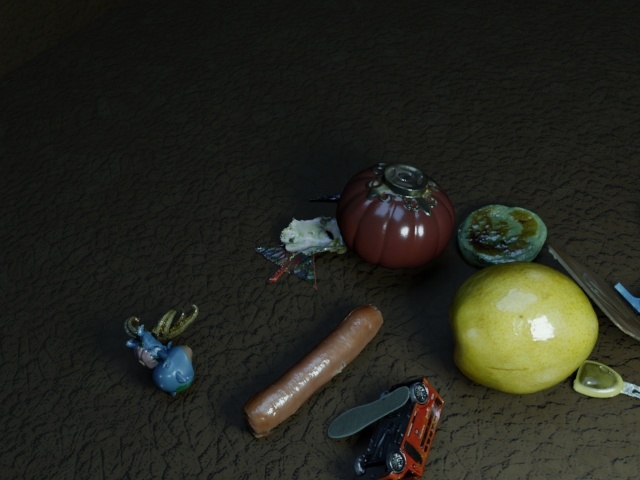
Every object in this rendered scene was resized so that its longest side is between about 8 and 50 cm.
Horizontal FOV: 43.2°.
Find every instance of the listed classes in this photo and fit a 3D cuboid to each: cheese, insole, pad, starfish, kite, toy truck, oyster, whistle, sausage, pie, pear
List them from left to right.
[{"bbox_3d":[-0.381,0.205,1.987,0.189,0.146,0.074,-14,78,8],"label":"starfish"},{"bbox_3d":[-0.076,0.057,2.154,0.232,0.009,0.189,27,55,30],"label":"kite"},{"bbox_3d":[-0.010,0.291,1.862,0.419,0.094,0.094,-39,82,-26],"label":"sausage"},{"bbox_3d":[-0.004,-0.006,2.166,0.208,0.072,0.133,-14,51,12],"label":"oyster"},{"bbox_3d":[0.100,0.371,1.728,0.232,0.003,0.080,-32,25,30],"label":"insole"},{"bbox_3d":[0.170,0.413,1.687,0.107,0.114,0.253,-24,29,44],"label":"toy truck"},{"bbox_3d":[0.473,-0.008,2.104,0.240,0.054,0.241,-6,44,6],"label":"pie"},{"bbox_3d":[0.430,0.184,1.757,0.314,0.314,0.314,-4,46,4],"label":"pear"},{"bbox_3d":[0.647,0.134,1.818,0.018,0.284,0.287,-48,45,17],"label":"pad"},{"bbox_3d":[0.643,0.318,1.772,0.162,0.036,0.086,16,52,23],"label":"cheese"},{"bbox_3d":[0.772,0.143,1.890,0.090,0.090,0.158,-21,46,-12],"label":"whistle"}]

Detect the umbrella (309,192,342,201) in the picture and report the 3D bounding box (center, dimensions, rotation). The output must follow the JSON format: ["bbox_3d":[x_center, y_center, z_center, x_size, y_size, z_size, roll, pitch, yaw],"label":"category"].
[{"bbox_3d":[0.100,-0.127,2.298,0.268,0.044,0.044,-9,71,13],"label":"umbrella"}]

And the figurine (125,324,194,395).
[{"bbox_3d":[-0.361,0.269,1.899,0.178,0.114,0.144,40,35,3],"label":"figurine"}]

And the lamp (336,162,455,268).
[{"bbox_3d":[0.189,-0.061,2.046,0.302,0.257,0.303,7,41,-6],"label":"lamp"}]
